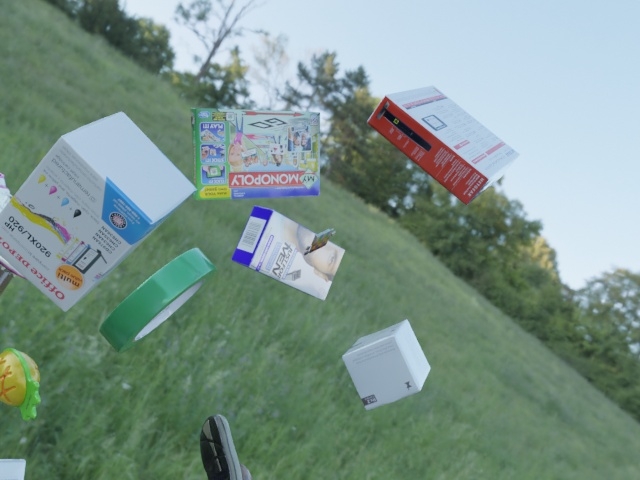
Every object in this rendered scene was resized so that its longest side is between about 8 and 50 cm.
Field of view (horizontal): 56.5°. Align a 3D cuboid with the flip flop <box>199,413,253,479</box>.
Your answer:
[{"bbox_3d":[-0.169,0.475,1.151,0.080,0.277,0.112,12,-38,-44],"label":"flip flop"}]

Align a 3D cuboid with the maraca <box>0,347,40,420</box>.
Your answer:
[{"bbox_3d":[-0.686,0.324,1.354,0.186,0.127,0.099,36,25,31],"label":"maraca"}]

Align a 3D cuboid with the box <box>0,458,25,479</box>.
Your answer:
[{"bbox_3d":[-0.731,0.511,1.205,0.181,0.119,0.182,-20,-28,34],"label":"box"}]

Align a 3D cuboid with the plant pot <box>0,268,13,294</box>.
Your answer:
[{"bbox_3d":[-0.868,0.088,1.524,0.167,0.165,0.167,11,-44,11],"label":"plant pot"}]

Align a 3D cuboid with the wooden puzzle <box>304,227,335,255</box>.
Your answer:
[{"bbox_3d":[0.000,0.000,1.185,0.083,0.049,0.006,-26,62,-42],"label":"wooden puzzle"}]

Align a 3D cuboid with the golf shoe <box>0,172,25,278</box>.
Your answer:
[{"bbox_3d":[-0.657,-0.050,1.194,0.115,0.140,0.306,20,-31,44],"label":"golf shoe"}]

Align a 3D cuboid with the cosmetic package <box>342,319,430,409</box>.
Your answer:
[{"bbox_3d":[0.172,0.314,1.525,0.151,0.151,0.184,65,18,3],"label":"cosmetic package"}]

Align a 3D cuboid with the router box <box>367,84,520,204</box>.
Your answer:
[{"bbox_3d":[0.311,-0.247,1.454,0.301,0.082,0.335,43,32,12],"label":"router box"}]

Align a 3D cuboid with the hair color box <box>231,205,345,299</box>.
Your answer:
[{"bbox_3d":[-0.092,0.045,1.859,0.110,0.185,0.339,16,-9,46],"label":"hair color box"}]

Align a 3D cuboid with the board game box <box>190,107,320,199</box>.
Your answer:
[{"bbox_3d":[-0.153,-0.211,1.458,0.317,0.213,0.046,-4,10,-25],"label":"board game box"}]

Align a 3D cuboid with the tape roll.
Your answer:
[{"bbox_3d":[-0.409,0.152,1.520,0.077,0.321,0.321,48,-8,1],"label":"tape roll"}]

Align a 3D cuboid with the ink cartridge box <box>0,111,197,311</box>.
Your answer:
[{"bbox_3d":[-0.350,-0.045,0.915,0.171,0.233,0.168,46,25,-10],"label":"ink cartridge box"}]
